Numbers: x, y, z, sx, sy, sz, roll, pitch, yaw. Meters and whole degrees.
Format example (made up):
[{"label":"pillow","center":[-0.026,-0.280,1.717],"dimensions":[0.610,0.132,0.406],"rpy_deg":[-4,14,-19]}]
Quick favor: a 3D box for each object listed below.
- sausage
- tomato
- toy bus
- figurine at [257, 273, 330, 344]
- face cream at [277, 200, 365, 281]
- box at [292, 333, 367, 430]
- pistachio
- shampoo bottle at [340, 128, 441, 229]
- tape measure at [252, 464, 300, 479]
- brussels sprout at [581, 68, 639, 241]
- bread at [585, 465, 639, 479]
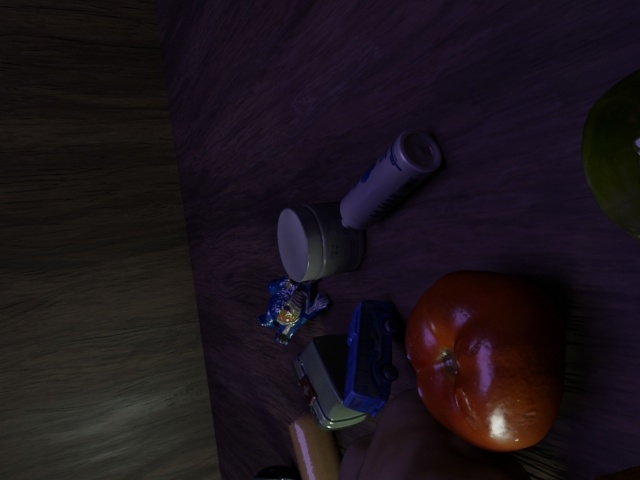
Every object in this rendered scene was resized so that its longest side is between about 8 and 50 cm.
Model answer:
[{"label":"sausage","center":[-0.008,0.597,1.390],"dimensions":[0.123,0.123,0.253],"rpy_deg":[-50,52,55]},{"label":"tomato","center":[0.239,0.162,0.723],"dimensions":[0.260,0.180,0.260],"rpy_deg":[20,112,62]},{"label":"toy bus","center":[0.101,0.226,1.007],"dimensions":[0.079,0.094,0.236],"rpy_deg":[121,165,-44]},{"label":"figurine","center":[-0.073,0.166,1.415],"dimensions":[0.164,0.121,0.262],"rpy_deg":[49,121,8]},{"label":"face cream","center":[0.000,0.000,1.176],"dimensions":[0.177,0.153,0.177],"rpy_deg":[31,125,59]},{"label":"box","center":[0.034,0.341,1.216],"dimensions":[0.210,0.148,0.129],"rpy_deg":[59,134,38]},{"label":"pistachio","center":[0.168,0.440,0.830],"dimensions":[0.445,0.281,0.365],"rpy_deg":[136,147,-56]},{"label":"shampoo bottle","center":[0.117,-0.099,0.988],"dimensions":[0.303,0.092,0.092],"rpy_deg":[-45,58,58]},{"label":"tape measure","center":[-0.144,0.848,1.661],"dimensions":[0.182,0.181,0.107],"rpy_deg":[15,120,22]},{"label":"brussels sprout","center":[0.348,-0.084,0.488],"dimensions":[0.161,0.144,0.181],"rpy_deg":[-39,84,37]},{"label":"bread","center":[0.359,0.258,0.333],"dimensions":[0.398,0.398,0.215],"rpy_deg":[130,133,-56]}]
